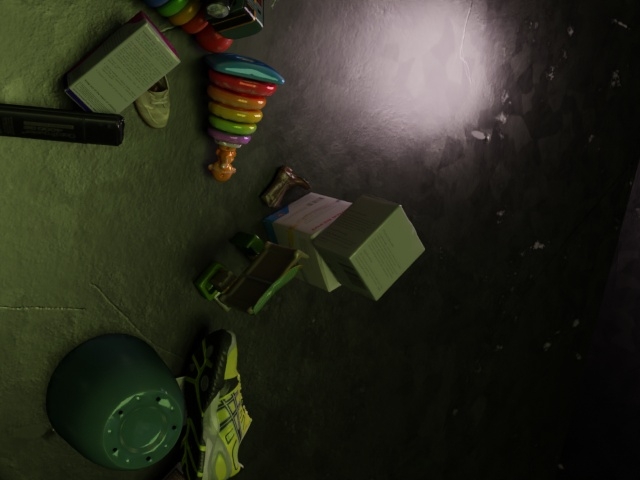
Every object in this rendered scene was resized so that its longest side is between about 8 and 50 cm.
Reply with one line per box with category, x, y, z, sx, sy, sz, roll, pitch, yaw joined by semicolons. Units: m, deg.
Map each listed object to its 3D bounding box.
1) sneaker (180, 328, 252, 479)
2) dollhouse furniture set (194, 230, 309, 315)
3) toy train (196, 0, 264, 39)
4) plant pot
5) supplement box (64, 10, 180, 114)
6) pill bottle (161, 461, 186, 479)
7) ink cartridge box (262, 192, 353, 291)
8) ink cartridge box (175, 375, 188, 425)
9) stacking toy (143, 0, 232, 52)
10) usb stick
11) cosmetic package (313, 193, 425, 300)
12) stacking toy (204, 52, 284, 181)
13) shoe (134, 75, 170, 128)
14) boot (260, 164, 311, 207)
sneaker;-0.251;0.411;1.905;0.147;0.145;0.384;8;91;-36
dollhouse furniture set;-0.140;0.113;1.852;0.197;0.302;0.151;-51;122;-17
toy train;-0.203;-0.606;1.670;0.190;0.142;0.333;42;40;-59
plant pot;-0.448;0.388;1.743;0.293;0.235;0.292;-9;107;-32
supplement box;-0.419;-0.364;1.606;0.220;0.111;0.114;-39;124;7
pill bottle;-0.355;0.645;1.947;0.221;0.121;0.121;-44;123;-18
ink cartridge box;0.000;0.000;1.968;0.171;0.233;0.168;-30;117;-26
ink cartridge box;-0.307;0.397;1.982;0.180;0.045;0.145;-11;109;-14
stacking toy;-0.318;-0.538;1.684;0.330;0.141;0.141;38;79;-43
usb stick;-0.544;-0.238;1.564;0.278;0.045;0.077;4;135;-9
cosmetic package;0.116;0.013;1.811;0.184;0.151;0.151;-44;125;-18
stacking toy;-0.208;-0.283;1.816;0.175;0.166;0.301;7;109;-21
shoe;-0.384;-0.355;1.713;0.077;0.058;0.218;-23;114;-29
boot;-0.091;-0.124;1.994;0.106;0.037;0.114;35;77;-23
